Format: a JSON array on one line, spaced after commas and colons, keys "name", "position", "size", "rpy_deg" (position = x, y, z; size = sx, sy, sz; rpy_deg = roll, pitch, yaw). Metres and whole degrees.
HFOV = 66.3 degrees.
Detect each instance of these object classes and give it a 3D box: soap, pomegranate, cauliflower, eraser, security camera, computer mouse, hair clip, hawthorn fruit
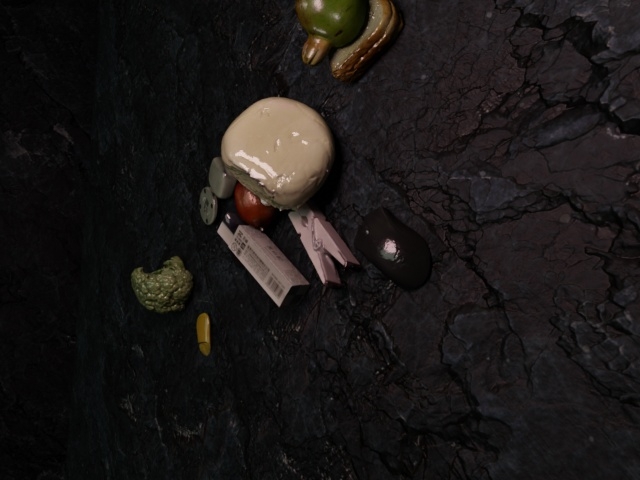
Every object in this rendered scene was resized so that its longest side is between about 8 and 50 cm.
[{"name": "soap", "position": [-0.465, 0.376, 1.963], "size": [0.089, 0.033, 0.168], "rpy_deg": [-27, 66, 45]}, {"name": "pomegranate", "position": [0.000, -0.627, 1.366], "size": [0.241, 0.159, 0.189], "rpy_deg": [-43, 53, 37]}, {"name": "cauliflower", "position": [-0.669, 0.182, 2.115], "size": [0.272, 0.275, 0.250], "rpy_deg": [101, -172, -49]}, {"name": "eraser", "position": [-0.198, 0.056, 1.637], "size": [0.404, 0.096, 0.098], "rpy_deg": [45, 116, 33]}, {"name": "security camera", "position": [-0.410, -0.192, 1.954], "size": [0.157, 0.080, 0.301], "rpy_deg": [58, 135, 32]}, {"name": "computer mouse", "position": [0.175, 0.014, 1.286], "size": [0.264, 0.088, 0.147], "rpy_deg": [47, 116, 43]}, {"name": "hair clip", "position": [0.003, 0.001, 1.471], "size": [0.101, 0.085, 0.330], "rpy_deg": [-55, 43, 24]}, {"name": "hawthorn fruit", "position": [-0.209, -0.123, 1.666], "size": [0.169, 0.169, 0.187], "rpy_deg": [-15, 79, 45]}]

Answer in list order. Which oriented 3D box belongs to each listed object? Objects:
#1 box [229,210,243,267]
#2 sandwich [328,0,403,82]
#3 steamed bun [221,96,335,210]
[{"name": "box", "position": [-0.275, -0.026, 1.805], "size": [0.201, 0.042, 0.212], "rpy_deg": [-37, 60, 38]}, {"name": "sandwich", "position": [0.106, -0.638, 1.440], "size": [0.249, 0.095, 0.273], "rpy_deg": [-38, 57, 33]}, {"name": "steamed bun", "position": [-0.116, -0.262, 1.505], "size": [0.312, 0.233, 0.334], "rpy_deg": [-44, 81, -10]}]
